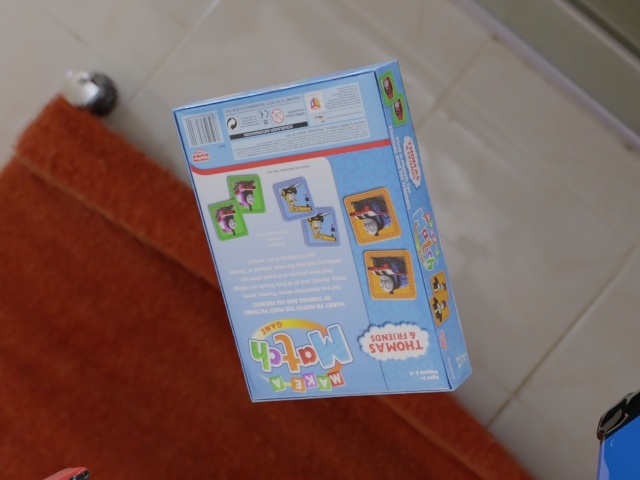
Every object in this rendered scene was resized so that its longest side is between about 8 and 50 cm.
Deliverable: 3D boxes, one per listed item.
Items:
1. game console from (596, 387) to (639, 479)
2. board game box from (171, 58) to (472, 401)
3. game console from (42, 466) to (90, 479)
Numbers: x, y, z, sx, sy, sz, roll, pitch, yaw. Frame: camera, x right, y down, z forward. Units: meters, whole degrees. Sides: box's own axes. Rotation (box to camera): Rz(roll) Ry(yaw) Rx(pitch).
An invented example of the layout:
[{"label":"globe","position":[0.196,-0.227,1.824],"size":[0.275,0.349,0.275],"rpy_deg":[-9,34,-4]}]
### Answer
[{"label":"game console","position":[0.262,0.091,0.578],"size":[0.293,0.173,0.250],"rpy_deg":[124,164,-54]},{"label":"board game box","position":[0.000,0.000,0.872],"size":[0.160,0.212,0.039],"rpy_deg":[-7,12,32]},{"label":"game console","position":[-0.270,0.275,1.203],"size":[0.144,0.085,0.124],"rpy_deg":[-26,1,-25]}]
